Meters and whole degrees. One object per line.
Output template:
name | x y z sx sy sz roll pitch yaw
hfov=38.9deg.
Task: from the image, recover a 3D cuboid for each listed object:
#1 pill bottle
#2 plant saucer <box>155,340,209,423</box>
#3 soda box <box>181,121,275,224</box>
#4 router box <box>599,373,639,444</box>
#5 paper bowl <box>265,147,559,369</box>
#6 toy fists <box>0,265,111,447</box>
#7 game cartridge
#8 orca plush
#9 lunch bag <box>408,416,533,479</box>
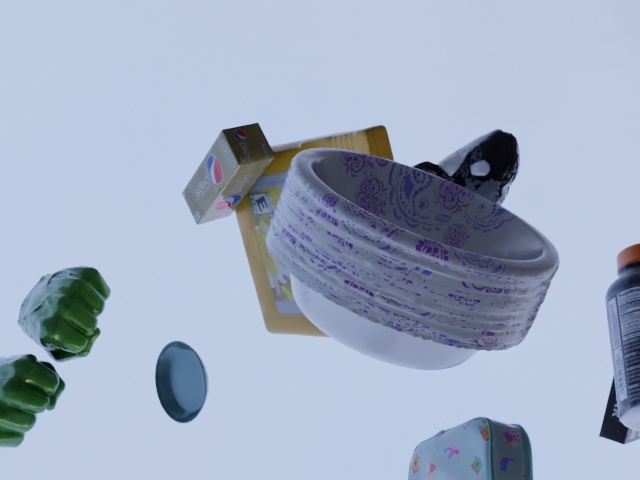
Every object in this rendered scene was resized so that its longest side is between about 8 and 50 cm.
pill bottle | 0.460 0.126 1.229 0.130 0.130 0.246 17 -121 -23
plant saucer | -0.197 0.204 1.315 0.021 0.119 0.119 -2 -122 -46
soda box | -0.132 -0.092 1.279 0.061 0.181 0.058 -18 -106 -34
router box | 0.507 0.228 1.447 0.133 0.046 0.179 6 -83 -53
paper bowl | 0.083 0.025 0.919 0.284 0.148 0.284 19 -163 -6
toy fists | -0.390 0.159 1.261 0.096 0.142 0.279 40 -114 -24
game cartridge | 0.000 0.000 1.259 0.052 0.323 0.285 -21 -80 -36
orca plush | 0.159 -0.024 1.197 0.151 0.287 0.102 27 -135 -39
lunch bag | 0.258 0.445 1.586 0.107 0.279 0.224 13 -121 -22
